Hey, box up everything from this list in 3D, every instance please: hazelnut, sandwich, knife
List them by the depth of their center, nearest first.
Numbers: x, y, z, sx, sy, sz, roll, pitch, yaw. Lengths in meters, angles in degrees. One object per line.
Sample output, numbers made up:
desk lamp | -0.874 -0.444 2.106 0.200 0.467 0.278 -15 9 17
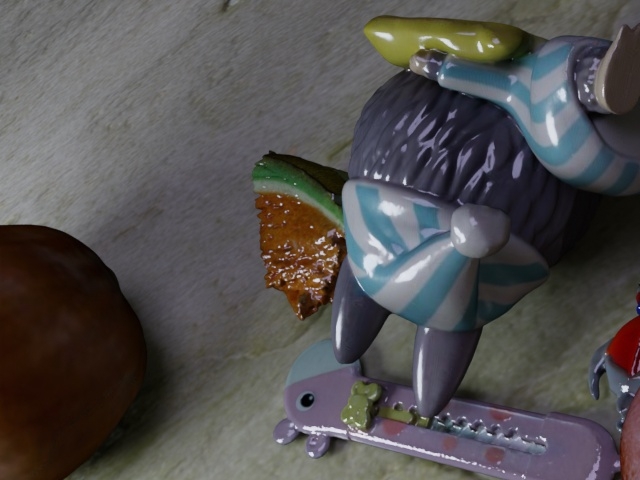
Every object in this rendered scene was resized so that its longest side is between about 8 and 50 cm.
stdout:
knife | 0.112 0.178 1.234 0.399 0.038 0.132 9 68 38
sandwich | -0.005 -0.004 1.409 0.185 0.109 0.159 30 100 42
hazelnut | -0.388 0.138 1.438 0.366 0.366 0.365 -19 51 24

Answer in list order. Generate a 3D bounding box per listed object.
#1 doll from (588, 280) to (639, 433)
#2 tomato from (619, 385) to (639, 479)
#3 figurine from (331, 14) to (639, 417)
doll | 0.305 0.091 1.143 0.104 0.062 0.194 18 63 24
tomato | 0.366 0.156 0.935 0.270 0.227 0.270 -39 31 29
figurine | 0.178 -0.009 1.191 0.361 0.266 0.377 18 99 61
